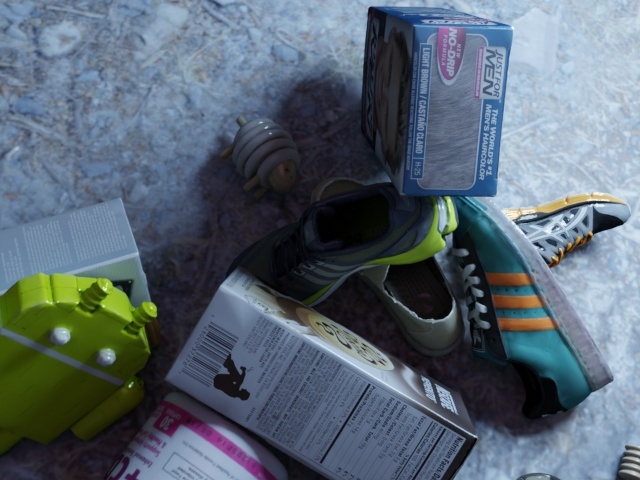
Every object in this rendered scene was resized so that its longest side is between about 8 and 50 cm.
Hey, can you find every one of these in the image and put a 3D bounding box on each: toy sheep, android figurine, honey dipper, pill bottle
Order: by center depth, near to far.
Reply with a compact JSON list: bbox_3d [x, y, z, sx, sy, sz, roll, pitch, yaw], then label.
[{"bbox_3d":[-0.173,0.310,0.928,0.160,0.160,0.283,33,70,9],"label":"pill bottle"},{"bbox_3d":[-0.292,0.132,0.952,0.273,0.248,0.056,-36,46,14],"label":"android figurine"},{"bbox_3d":[0.345,0.315,1.051,0.031,0.030,0.160,22,71,4],"label":"honey dipper"},{"bbox_3d":[-0.074,-0.111,1.165,0.091,0.091,0.132,-30,67,-17],"label":"toy sheep"}]

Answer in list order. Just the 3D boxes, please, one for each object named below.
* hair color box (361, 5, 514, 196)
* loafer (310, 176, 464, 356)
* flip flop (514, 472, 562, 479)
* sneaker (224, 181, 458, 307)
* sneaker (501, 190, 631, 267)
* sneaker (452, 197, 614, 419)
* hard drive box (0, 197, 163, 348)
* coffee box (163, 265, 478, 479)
[{"bbox_3d":[0.119,-0.174,1.052,0.105,0.347,0.173,1,107,-5],"label":"hair color box"},{"bbox_3d":[0.088,0.017,1.118,0.102,0.092,0.268,-35,74,-18],"label":"loafer"},{"bbox_3d":[0.215,0.384,0.987,0.112,0.080,0.277,17,51,7],"label":"flip flop"},{"bbox_3d":[0.000,0.000,1.046,0.300,0.121,0.111,-26,68,27],"label":"sneaker"},{"bbox_3d":[0.290,-0.004,1.158,0.215,0.084,0.083,-13,71,-1],"label":"sneaker"},{"bbox_3d":[0.213,0.075,1.067,0.121,0.108,0.302,-35,93,-1],"label":"sneaker"},{"bbox_3d":[-0.306,0.070,1.004,0.232,0.181,0.089,-17,53,-11],"label":"hard drive box"},{"bbox_3d":[0.003,0.158,0.971,0.297,0.168,0.118,31,95,-2],"label":"coffee box"}]
